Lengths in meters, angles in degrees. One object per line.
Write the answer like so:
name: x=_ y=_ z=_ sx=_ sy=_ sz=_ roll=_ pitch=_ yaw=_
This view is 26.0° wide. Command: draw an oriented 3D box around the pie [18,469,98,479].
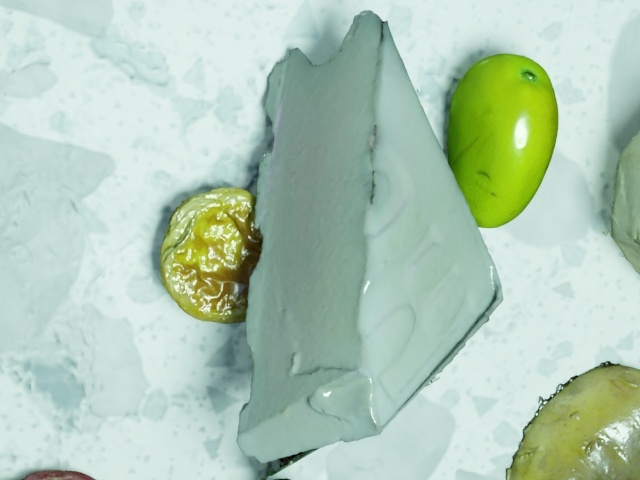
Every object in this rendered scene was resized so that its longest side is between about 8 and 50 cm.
pie: x=-0.246 y=0.299 z=1.272 sx=0.182 sy=0.049 sz=0.182 roll=-4 pitch=104 yaw=-18

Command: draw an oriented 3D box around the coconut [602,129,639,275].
coconut: x=0.408 y=-0.047 z=1.283 sx=0.245 sy=0.245 sz=0.247 roll=42 pitch=87 yaw=-17

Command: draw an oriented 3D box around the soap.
soap: x=0.000 y=0.000 z=1.174 sx=0.258 sy=0.159 sz=0.302 roll=-40 pitch=108 yaw=-41

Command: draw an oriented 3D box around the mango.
mango: x=0.168 y=-0.090 z=1.272 sx=0.089 sy=0.117 sz=0.163 roll=-4 pitch=103 yaw=-26

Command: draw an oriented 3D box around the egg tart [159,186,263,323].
egg tart: x=-0.084 y=0.013 z=1.260 sx=0.130 sy=0.052 sz=0.130 roll=-2 pitch=100 yaw=-14

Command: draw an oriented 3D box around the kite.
kite: x=0.025 y=0.170 z=1.255 sx=0.229 sy=0.250 sz=0.012 roll=-23 pitch=81 yaw=-49

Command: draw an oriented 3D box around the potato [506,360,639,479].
potato: x=0.281 y=0.220 z=1.377 sx=0.164 sy=0.081 sz=0.200 roll=41 pitch=86 yaw=-16

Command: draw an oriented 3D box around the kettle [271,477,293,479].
kettle: x=-0.056 y=0.350 z=1.293 sx=0.232 sy=0.144 sz=0.202 roll=-43 pitch=91 yaw=-10
